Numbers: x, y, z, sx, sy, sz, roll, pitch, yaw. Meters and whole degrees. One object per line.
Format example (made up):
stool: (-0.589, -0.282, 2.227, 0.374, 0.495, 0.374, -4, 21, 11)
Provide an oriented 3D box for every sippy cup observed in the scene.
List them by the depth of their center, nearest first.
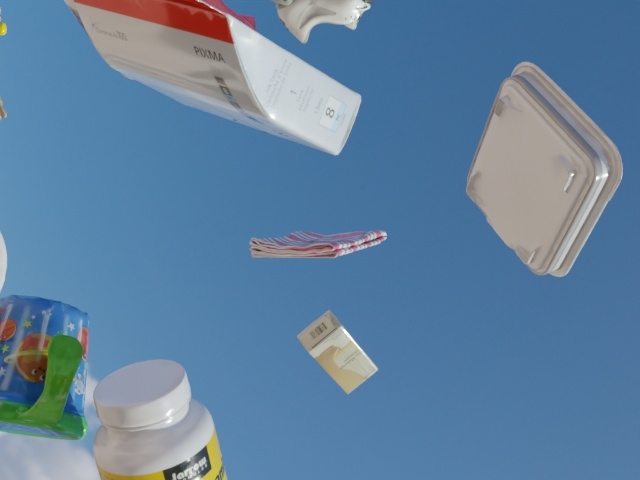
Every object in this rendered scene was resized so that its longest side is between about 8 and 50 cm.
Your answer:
sippy cup: (-0.510, 0.221, 1.567, 0.306, 0.240, 0.224, 0, -111, 19)

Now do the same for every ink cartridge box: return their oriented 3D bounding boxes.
ink cartridge box: (-0.181, -0.224, 1.036, 0.308, 0.385, 0.091, 24, -86, 38)

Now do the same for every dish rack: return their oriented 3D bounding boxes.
dish rack: (0.364, -0.109, 1.559, 0.285, 0.072, 0.332, 55, -27, 30)

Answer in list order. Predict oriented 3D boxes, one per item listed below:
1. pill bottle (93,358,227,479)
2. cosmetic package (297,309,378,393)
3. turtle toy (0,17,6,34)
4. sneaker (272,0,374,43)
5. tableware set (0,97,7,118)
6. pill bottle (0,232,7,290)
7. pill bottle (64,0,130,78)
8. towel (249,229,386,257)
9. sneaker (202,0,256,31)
pill bottle: (-0.245, 0.365, 1.395, 0.188, 0.188, 0.333, 14, -58, 47)
cosmetic package: (0.025, 0.154, 1.219, 0.115, 0.060, 0.041, 50, 0, -40)
turtle toy: (-0.625, -0.378, 1.627, 0.130, 0.095, 0.066, 97, -9, -59)
sneaker: (0.069, -0.515, 1.812, 0.331, 0.122, 0.146, -25, -69, 18)
tableware set: (-0.430, -0.181, 1.050, 0.169, 0.020, 0.141, -22, -83, 36)
pill bottle: (-0.562, 0.022, 1.178, 0.302, 0.169, 0.169, 5, -67, 41)
pill bottle: (-0.421, -0.465, 1.873, 0.153, 0.153, 0.264, 45, -9, 27)
towel: (0.000, 0.000, 1.340, 0.144, 0.197, 0.029, 1, -83, 26)
sneaker: (-0.154, -0.341, 1.626, 0.314, 0.136, 0.116, 54, -6, -14)
